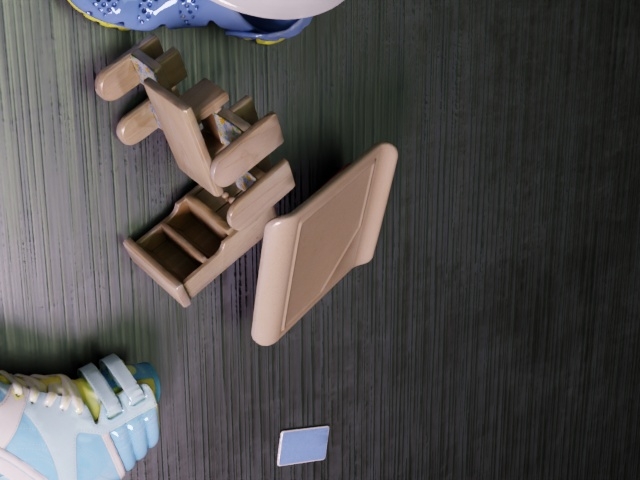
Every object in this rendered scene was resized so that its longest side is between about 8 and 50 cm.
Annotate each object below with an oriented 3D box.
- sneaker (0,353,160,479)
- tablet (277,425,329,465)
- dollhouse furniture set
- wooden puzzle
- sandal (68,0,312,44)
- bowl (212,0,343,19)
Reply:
[{"bbox_3d":[-0.308,0.174,1.004,0.208,0.127,0.319,-42,130,-15],"label":"sneaker"},{"bbox_3d":[-0.025,0.301,1.288,0.083,0.006,0.054,1,101,-34],"label":"tablet"},{"bbox_3d":[-0.157,-0.067,0.991,0.161,0.212,0.242,-41,147,-19],"label":"dollhouse furniture set"},{"bbox_3d":[0.000,0.000,1.132,0.238,0.044,0.221,-36,149,-39],"label":"wooden puzzle"},{"bbox_3d":[-0.131,-0.290,0.993,0.317,0.138,0.126,-4,106,-30],"label":"sandal"},{"bbox_3d":[-0.054,-0.397,0.931,0.297,0.134,0.298,9,65,-21],"label":"bowl"}]
